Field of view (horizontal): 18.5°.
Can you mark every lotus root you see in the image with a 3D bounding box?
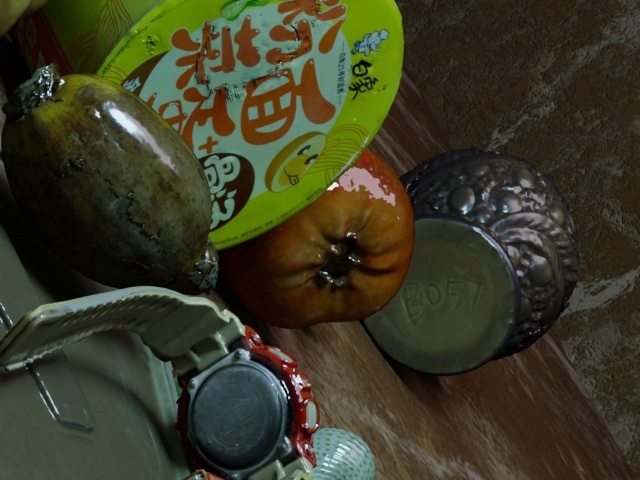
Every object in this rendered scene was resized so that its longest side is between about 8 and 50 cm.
[{"bbox_3d":[-0.140,-0.032,1.341,0.209,0.120,0.120,49,13,-27],"label":"lotus root"}]

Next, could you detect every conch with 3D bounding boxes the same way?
[{"bbox_3d":[0.012,0.191,1.696,0.076,0.056,0.085,44,10,3],"label":"conch"}]

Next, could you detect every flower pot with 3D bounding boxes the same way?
[{"bbox_3d":[0.166,0.037,2.358,0.266,0.267,0.267,56,21,-1],"label":"flower pot"}]

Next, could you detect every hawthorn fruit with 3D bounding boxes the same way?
[{"bbox_3d":[-0.023,-0.027,1.838,0.196,0.196,0.225,47,0,-40],"label":"hawthorn fruit"}]

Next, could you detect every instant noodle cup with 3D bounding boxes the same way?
[{"bbox_3d":[-0.118,-0.167,1.611,0.221,0.311,0.311,51,5,37],"label":"instant noodle cup"}]

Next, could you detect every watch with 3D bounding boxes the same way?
[{"bbox_3d":[-0.095,0.111,1.232,0.165,0.102,0.268,59,19,10],"label":"watch"}]

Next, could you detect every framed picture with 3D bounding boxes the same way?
[{"bbox_3d":[-0.178,0.076,1.249,0.326,0.028,0.446,49,13,-36],"label":"framed picture"}]

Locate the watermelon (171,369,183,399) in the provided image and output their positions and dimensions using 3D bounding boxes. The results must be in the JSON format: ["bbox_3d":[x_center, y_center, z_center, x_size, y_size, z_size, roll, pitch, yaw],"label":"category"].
[{"bbox_3d":[-0.073,0.113,1.501,0.072,0.092,0.084,-5,-64,57],"label":"watermelon"}]

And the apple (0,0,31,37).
[{"bbox_3d":[-0.264,-0.198,1.236,0.188,0.188,0.174,57,7,4],"label":"apple"}]

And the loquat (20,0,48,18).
[{"bbox_3d":[-0.269,-0.272,1.441,0.238,0.193,0.238,33,44,-38],"label":"loquat"}]
